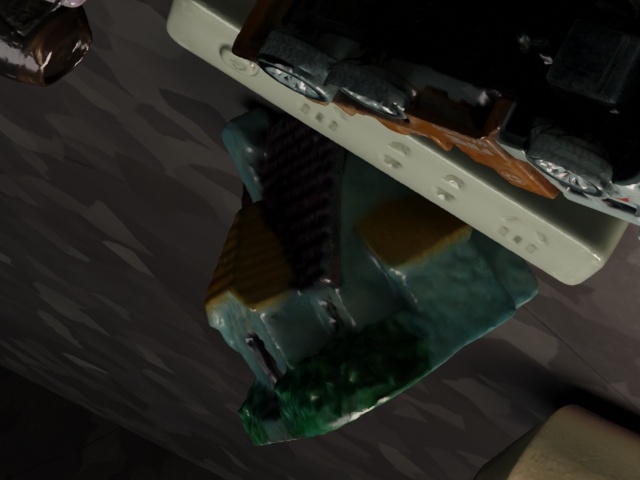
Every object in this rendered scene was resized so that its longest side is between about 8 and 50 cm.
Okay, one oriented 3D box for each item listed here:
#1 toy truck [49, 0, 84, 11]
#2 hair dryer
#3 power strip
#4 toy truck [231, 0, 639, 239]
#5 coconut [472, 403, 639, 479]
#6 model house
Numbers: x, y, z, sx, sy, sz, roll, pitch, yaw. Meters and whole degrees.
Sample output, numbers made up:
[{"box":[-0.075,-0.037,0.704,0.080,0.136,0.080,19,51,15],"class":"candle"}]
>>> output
[{"box":[-0.234,-0.262,1.225,0.268,0.124,0.155,34,152,-11],"class":"toy truck"},{"box":[-0.291,-0.289,1.421,0.303,0.120,0.359,44,156,10],"class":"hair dryer"},{"box":[0.046,-0.095,1.364,0.385,0.062,0.091,31,161,-1],"class":"power strip"},{"box":[0.130,-0.090,1.107,0.338,0.133,0.184,23,172,37],"class":"toy truck"},{"box":[0.248,0.273,1.831,0.241,0.241,0.241,29,164,9],"class":"coconut"},{"box":[0.000,0.000,1.527,0.249,0.230,0.280,58,159,-2],"class":"model house"}]
